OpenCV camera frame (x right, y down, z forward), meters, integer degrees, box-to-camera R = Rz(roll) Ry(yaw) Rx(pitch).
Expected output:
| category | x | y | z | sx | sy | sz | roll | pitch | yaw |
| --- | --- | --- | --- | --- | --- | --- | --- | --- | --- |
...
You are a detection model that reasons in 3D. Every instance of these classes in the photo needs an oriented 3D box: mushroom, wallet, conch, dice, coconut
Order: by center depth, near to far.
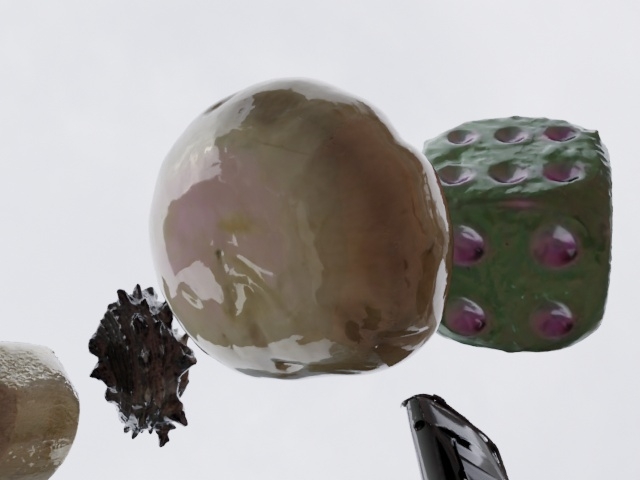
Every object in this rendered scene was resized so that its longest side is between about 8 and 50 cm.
| category | x | y | z | sx | sy | sz | roll | pitch | yaw |
| --- | --- | --- | --- | --- | --- | --- | --- | --- | --- |
| wallet | 0.173 | 0.282 | 0.824 | 0.170 | 0.069 | 0.231 | 33 | -151 | -31 |
| mushroom | -0.009 | 0.011 | 0.850 | 0.353 | 0.353 | 0.325 | -3 | -133 | -25 |
| coconut | -0.512 | 0.278 | 1.216 | 0.247 | 0.244 | 0.245 | 18 | -109 | -63 |
| dice | 0.330 | -0.018 | 1.319 | 0.318 | 0.322 | 0.331 | -65 | -29 | -56 |
| conch | -0.305 | 0.218 | 1.377 | 0.186 | 0.241 | 0.313 | -5 | -67 | -2 |
